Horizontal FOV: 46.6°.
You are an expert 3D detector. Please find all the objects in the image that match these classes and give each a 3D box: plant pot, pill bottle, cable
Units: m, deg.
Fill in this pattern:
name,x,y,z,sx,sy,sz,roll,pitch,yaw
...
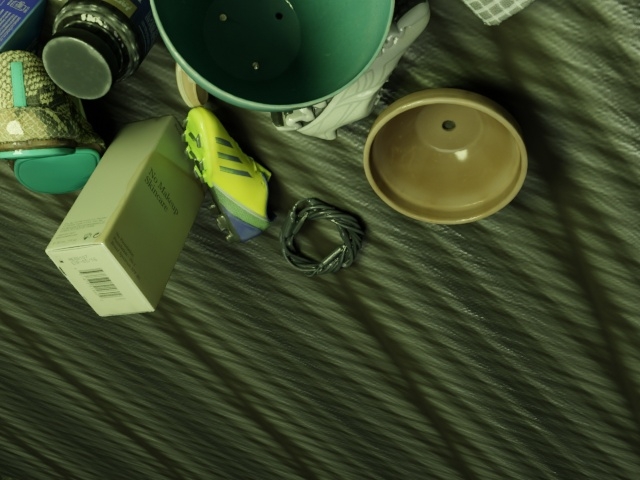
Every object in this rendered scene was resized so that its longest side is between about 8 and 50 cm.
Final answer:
name,x,y,z,sx,sy,sz,roll,pitch,yaw
plant pot,0.188,-0.145,1.116,0.237,0.110,0.237,7,137,7
pill bottle,-0.286,-0.294,1.014,0.122,0.219,0.123,8,137,8
plant pot,-0.073,-0.293,0.950,0.290,0.290,0.195,25,173,-11
cable,0.000,0.000,1.374,0.150,0.047,0.184,14,135,-6

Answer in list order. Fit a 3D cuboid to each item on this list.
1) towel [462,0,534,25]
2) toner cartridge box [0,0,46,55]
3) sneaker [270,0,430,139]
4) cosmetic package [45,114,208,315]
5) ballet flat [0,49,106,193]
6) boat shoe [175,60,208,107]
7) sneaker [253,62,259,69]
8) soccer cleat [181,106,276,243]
name,x,y,z,sx,sy,sz,roll,pitch,yaw
towel,0.224,-0.406,0.826,0.235,0.121,0.283,37,133,-23
toner cartridge box,-0.507,-0.219,1.062,0.075,0.348,0.165,23,137,-10
sneaker,0.055,-0.247,1.068,0.118,0.110,0.292,21,139,-35
cosmetic package,-0.299,-0.045,1.212,0.113,0.309,0.160,-7,134,23
ballet flat,-0.428,-0.188,1.164,0.164,0.182,0.483,-6,179,-14
boat shoe,-0.184,-0.272,1.123,0.059,0.063,0.170,10,138,10
sneaker,-0.072,-0.280,1.102,0.119,0.047,0.057,-28,116,28
soccer cleat,-0.149,-0.118,1.263,0.121,0.093,0.289,-28,136,-12
